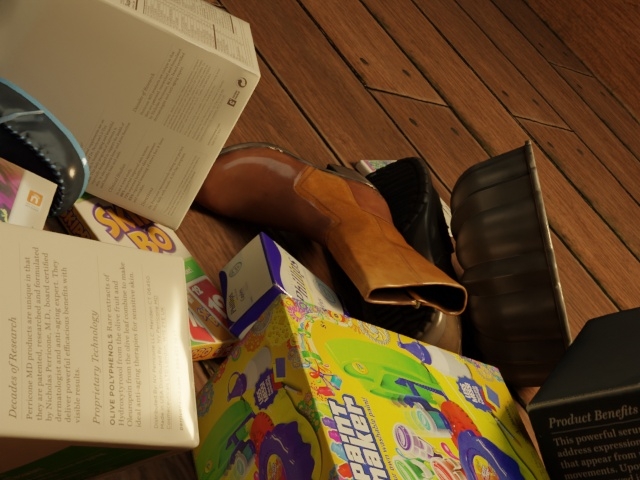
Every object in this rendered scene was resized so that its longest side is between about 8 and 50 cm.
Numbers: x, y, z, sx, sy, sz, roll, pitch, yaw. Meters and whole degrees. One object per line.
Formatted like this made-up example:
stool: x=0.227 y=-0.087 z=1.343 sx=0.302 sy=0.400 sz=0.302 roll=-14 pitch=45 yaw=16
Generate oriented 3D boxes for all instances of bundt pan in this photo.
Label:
bundt pan: x=0.249 y=0.041 z=1.559 sx=0.331 sy=0.124 sz=0.331 roll=-11 pitch=90 yaw=-80

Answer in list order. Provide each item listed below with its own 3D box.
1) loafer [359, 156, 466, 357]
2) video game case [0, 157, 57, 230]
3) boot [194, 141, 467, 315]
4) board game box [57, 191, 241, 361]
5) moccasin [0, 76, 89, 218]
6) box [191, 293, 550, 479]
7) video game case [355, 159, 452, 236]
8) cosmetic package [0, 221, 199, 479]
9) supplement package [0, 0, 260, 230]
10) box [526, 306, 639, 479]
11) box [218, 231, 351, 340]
loafer: x=0.110 y=0.037 z=1.543 sx=0.130 sy=0.134 sz=0.366 roll=55 pitch=24 yaw=-37
video game case: x=-0.351 y=-0.006 z=0.976 sx=0.232 sy=0.042 sz=0.210 roll=28 pitch=52 yaw=-24
boot: x=0.000 y=0.000 z=1.384 sx=0.264 sy=0.096 sz=0.280 roll=14 pitch=25 yaw=-33
board game box: x=-0.187 y=0.020 z=1.250 sx=0.259 sy=0.039 sz=0.124 roll=49 pitch=26 yaw=23
moccasin: x=-0.386 y=-0.109 z=1.114 sx=0.342 sy=0.138 sz=0.117 roll=27 pitch=30 yaw=6
box: x=0.057 y=0.240 z=1.060 sx=0.279 sy=0.177 sz=0.290 roll=20 pitch=32 yaw=-33
video game case: x=0.141 y=-0.065 z=1.836 sx=0.157 sy=0.019 sz=0.143 roll=51 pitch=28 yaw=21
cosmetic package: x=-0.286 y=0.077 z=0.801 sx=0.365 sy=0.197 sz=0.155 roll=11 pitch=64 yaw=-42
supplement package: x=-0.230 y=-0.180 z=1.271 sx=0.262 sy=0.199 sz=0.198 roll=24 pitch=21 yaw=-18
box: x=0.394 y=0.282 z=1.213 sx=0.293 sy=0.212 sz=0.395 roll=-28 pitch=101 yaw=-63
box: x=-0.032 y=0.079 z=1.269 sx=0.137 sy=0.072 sz=0.126 roll=40 pitch=13 yaw=-25
